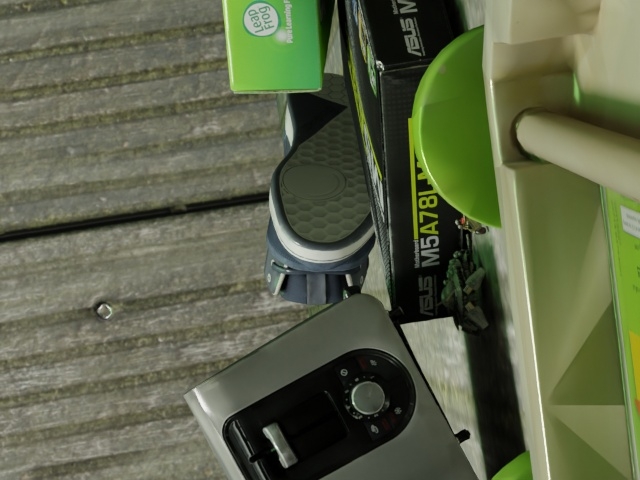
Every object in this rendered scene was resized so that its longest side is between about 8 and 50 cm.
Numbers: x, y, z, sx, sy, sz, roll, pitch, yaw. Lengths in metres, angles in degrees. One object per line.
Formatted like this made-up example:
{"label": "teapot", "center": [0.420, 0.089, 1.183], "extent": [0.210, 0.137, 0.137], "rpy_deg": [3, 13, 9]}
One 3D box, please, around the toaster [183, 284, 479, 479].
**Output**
{"label": "toaster", "center": [0.017, 0.117, 0.879], "extent": [0.168, 0.110, 0.185], "rpy_deg": [62, 176, 1]}

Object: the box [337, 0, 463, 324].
{"label": "box", "center": [0.038, -0.086, 0.909], "extent": [0.184, 0.045, 0.190], "rpy_deg": [87, 175, -49]}

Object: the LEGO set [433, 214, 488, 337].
{"label": "LEGO set", "center": [0.066, 0.015, 0.848], "extent": [0.054, 0.023, 0.083], "rpy_deg": [-106, 8, -68]}

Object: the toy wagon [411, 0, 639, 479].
{"label": "toy wagon", "center": [0.082, 0.081, 0.362], "extent": [0.267, 0.068, 0.344], "rpy_deg": [-116, 17, -81]}

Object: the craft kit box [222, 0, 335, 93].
{"label": "craft kit box", "center": [-0.021, -0.246, 0.962], "extent": [0.246, 0.061, 0.249], "rpy_deg": [-77, -14, -57]}

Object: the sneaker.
{"label": "sneaker", "center": [0.002, 0.000, 1.275], "extent": [0.226, 0.086, 0.163], "rpy_deg": [-85, 1, -59]}
